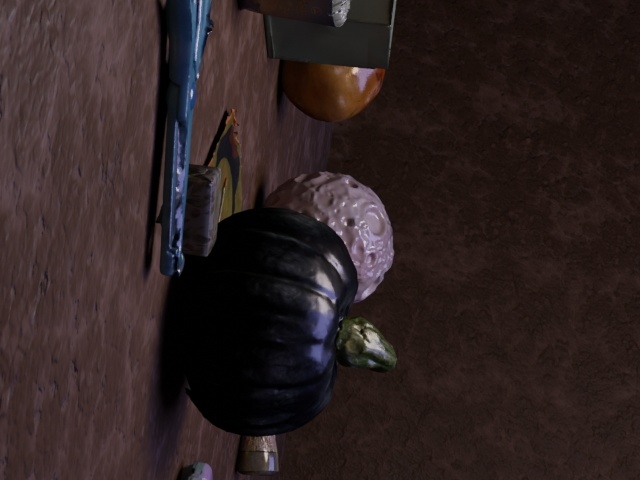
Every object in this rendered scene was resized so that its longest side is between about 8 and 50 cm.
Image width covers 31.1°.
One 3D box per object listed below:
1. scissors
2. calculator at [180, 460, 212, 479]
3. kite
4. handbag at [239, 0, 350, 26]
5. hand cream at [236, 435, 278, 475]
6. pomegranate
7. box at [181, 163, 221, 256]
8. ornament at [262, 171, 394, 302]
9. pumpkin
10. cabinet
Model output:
[{"bbox_3d":[-0.141,-0.157,1.177,0.180,0.032,0.393,-63,159,-80],"label":"scissors"},{"bbox_3d":[-0.182,0.418,1.616,0.246,0.045,0.141,95,4,-46],"label":"calculator"},{"bbox_3d":[-0.142,-0.015,1.603,0.377,0.013,0.328,77,20,-76],"label":"kite"},{"bbox_3d":[-0.023,-0.354,1.549,0.095,0.173,0.117,-62,161,-52],"label":"handbag"},{"bbox_3d":[-0.123,0.367,2.298,0.084,0.083,0.203,80,11,-79],"label":"hand cream"},{"bbox_3d":[0.021,-0.330,2.200,0.209,0.209,0.209,7,90,-87],"label":"pomegranate"},{"bbox_3d":[-0.141,-0.035,1.324,0.062,0.045,0.098,-73,169,-70],"label":"box"},{"bbox_3d":[0.000,0.000,2.064,0.225,0.259,0.260,20,73,-46],"label":"ornament"},{"bbox_3d":[-0.038,0.108,1.439,0.296,0.295,0.296,7,90,-87],"label":"pumpkin"},{"bbox_3d":[0.021,-0.389,1.916,0.150,0.206,0.145,88,9,-68],"label":"cabinet"}]
